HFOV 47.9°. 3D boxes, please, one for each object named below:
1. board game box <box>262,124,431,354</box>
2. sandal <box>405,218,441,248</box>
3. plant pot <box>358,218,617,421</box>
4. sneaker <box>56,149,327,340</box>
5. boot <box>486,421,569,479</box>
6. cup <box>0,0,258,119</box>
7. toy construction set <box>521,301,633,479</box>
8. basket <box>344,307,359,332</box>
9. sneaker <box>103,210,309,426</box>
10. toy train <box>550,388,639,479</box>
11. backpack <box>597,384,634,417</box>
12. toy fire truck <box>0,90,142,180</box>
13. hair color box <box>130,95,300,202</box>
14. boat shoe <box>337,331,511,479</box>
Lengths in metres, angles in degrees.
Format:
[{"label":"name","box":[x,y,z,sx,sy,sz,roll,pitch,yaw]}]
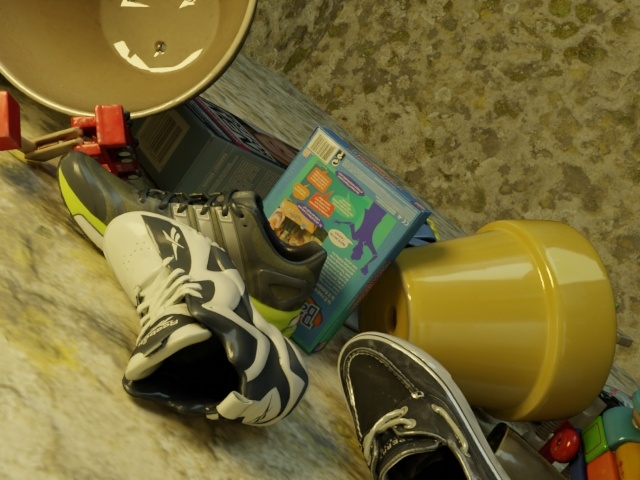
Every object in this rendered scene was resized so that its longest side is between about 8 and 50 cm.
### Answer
[{"label":"board game box","box":[0.000,0.000,0.831,0.160,0.210,0.047,42,14,16]},{"label":"sandal","box":[0.186,0.015,1.476,0.138,0.126,0.317,16,23,-47]},{"label":"plant pot","box":[0.185,0.098,0.889,0.238,0.254,0.254,2,27,-19]},{"label":"sneaker","box":[-0.125,-0.015,0.746,0.300,0.121,0.111,32,14,-20]},{"label":"boot","box":[0.293,0.306,0.886,0.208,0.076,0.189,34,13,14]},{"label":"cup","box":[-0.226,-0.303,0.886,0.331,0.331,0.237,37,4,-1]},{"label":"toy construction set","box":[0.352,0.183,1.069,0.257,0.237,0.309,34,14,-15]},{"label":"basket","box":[0.048,0.048,1.009,0.167,0.113,0.103,31,12,-28]},{"label":"sneaker","box":[-0.119,0.057,0.577,0.235,0.094,0.153,52,8,14]},{"label":"toy train","box":[0.329,0.273,0.749,0.105,0.143,0.248,29,33,-5]},{"label":"backpack","box":[0.533,0.330,1.314,0.182,0.115,0.152,26,15,-50]},{"label":"toy fire truck","box":[-0.265,-0.103,0.758,0.135,0.047,0.192,-6,-10,-10]},{"label":"hair color box","box":[-0.104,-0.101,1.116,0.374,0.114,0.185,22,20,-50]},{"label":"boat shoe","box":[0.087,0.194,0.653,0.102,0.108,0.301,25,25,-46]}]
